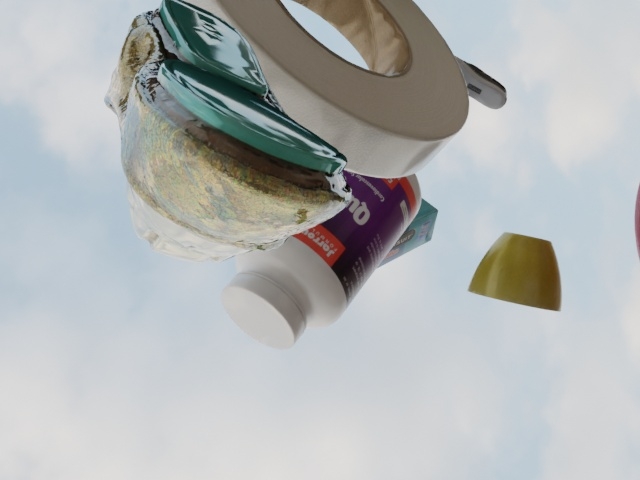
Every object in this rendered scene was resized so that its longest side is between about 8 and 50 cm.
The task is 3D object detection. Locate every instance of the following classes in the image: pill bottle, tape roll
[{"bbox_3d":[0.000,0.000,1.387,0.181,0.181,0.323,49,-123,-17],"label":"pill bottle"},{"bbox_3d":[0.002,-0.240,1.099,0.392,0.072,0.392,27,-142,-23],"label":"tape roll"}]

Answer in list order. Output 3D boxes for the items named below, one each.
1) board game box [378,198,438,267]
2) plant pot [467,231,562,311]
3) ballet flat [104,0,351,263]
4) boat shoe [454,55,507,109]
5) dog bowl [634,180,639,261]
[{"bbox_3d":[0.000,-0.074,1.706,0.254,0.079,0.336,-27,-128,-34],"label":"board game box"},{"bbox_3d":[0.284,0.040,1.354,0.134,0.134,0.095,11,-89,-39],"label":"plant pot"},{"bbox_3d":[-0.069,-0.052,0.547,0.123,0.123,0.348,39,-171,-25],"label":"ballet flat"},{"bbox_3d":[0.244,-0.265,1.561,0.142,0.049,0.040,34,-142,-3],"label":"boat shoe"},{"bbox_3d":[0.576,-0.011,1.233,0.150,0.408,0.408,-9,-100,-21],"label":"dog bowl"}]
